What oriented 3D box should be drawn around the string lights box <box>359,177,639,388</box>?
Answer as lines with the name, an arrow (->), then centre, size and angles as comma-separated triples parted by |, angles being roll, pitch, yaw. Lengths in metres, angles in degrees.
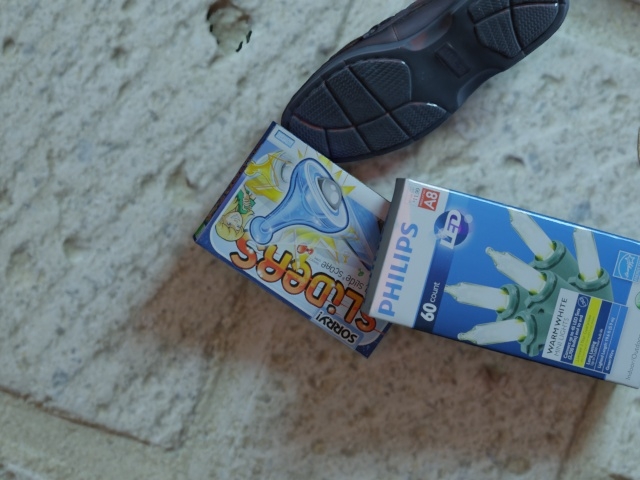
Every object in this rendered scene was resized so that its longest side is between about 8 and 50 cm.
string lights box -> 0.180, 0.038, 1.772 | 0.259, 0.077, 0.133 | 15, 91, -6

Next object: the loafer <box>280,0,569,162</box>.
loafer -> 0.100, -0.173, 1.808 | 0.302, 0.095, 0.109 | -30, 111, 19

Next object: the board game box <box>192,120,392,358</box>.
board game box -> 0.000, 0.000, 1.810 | 0.201, 0.035, 0.136 | 34, 94, -11

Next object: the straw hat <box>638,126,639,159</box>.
straw hat -> 0.367, -0.099, 1.784 | 0.144, 0.061, 0.145 | 0, 89, 7
